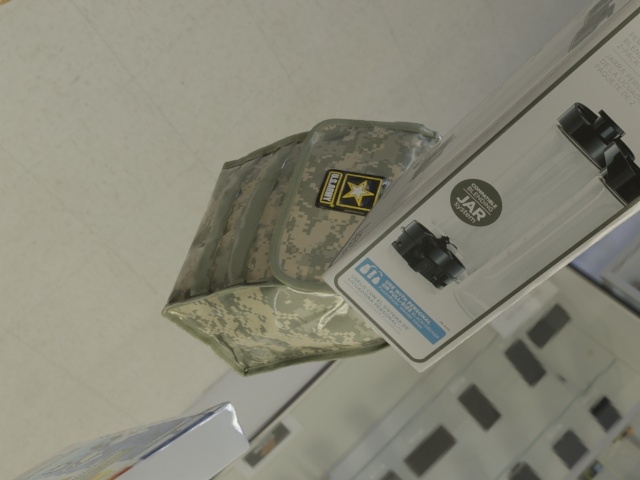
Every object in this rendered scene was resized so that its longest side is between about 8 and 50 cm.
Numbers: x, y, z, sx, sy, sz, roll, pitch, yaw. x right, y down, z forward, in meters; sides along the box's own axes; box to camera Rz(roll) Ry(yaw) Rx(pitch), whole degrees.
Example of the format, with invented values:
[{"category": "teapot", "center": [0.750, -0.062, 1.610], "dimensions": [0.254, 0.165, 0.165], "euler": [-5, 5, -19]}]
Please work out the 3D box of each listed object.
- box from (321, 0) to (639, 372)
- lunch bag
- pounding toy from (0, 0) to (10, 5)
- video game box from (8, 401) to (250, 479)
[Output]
[{"category": "box", "center": [0.145, -0.064, 0.550], "dimensions": [0.290, 0.087, 0.169], "euler": [-43, -176, 30]}, {"category": "lunch bag", "center": [0.000, 0.000, 0.995], "dimensions": [0.169, 0.287, 0.235], "euler": [44, 47, -33]}, {"category": "pounding toy", "center": [-0.309, -0.187, 0.533], "dimensions": [0.155, 0.270, 0.154], "euler": [-61, 139, -59]}, {"category": "video game box", "center": [-0.180, 0.187, 0.660], "dimensions": [0.187, 0.048, 0.205], "euler": [-23, -179, 30]}]
